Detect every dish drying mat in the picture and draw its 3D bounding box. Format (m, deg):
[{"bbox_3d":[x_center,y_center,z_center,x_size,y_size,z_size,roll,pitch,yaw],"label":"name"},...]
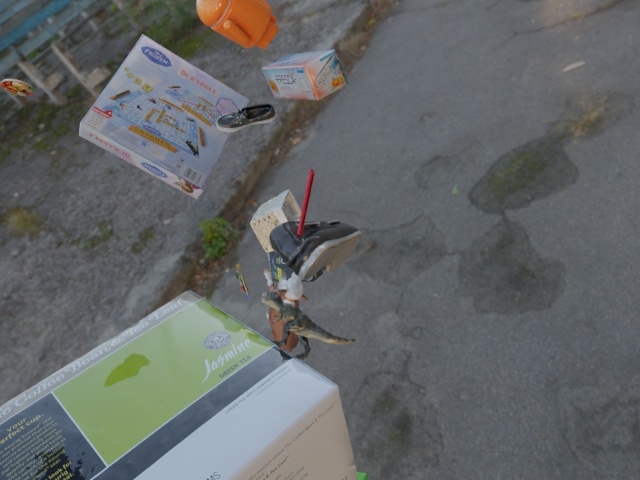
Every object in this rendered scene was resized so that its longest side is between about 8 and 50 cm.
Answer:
[{"bbox_3d":[-0.018,-0.047,0.693,0.032,0.008,0.083,139,142,-85],"label":"dish drying mat"}]

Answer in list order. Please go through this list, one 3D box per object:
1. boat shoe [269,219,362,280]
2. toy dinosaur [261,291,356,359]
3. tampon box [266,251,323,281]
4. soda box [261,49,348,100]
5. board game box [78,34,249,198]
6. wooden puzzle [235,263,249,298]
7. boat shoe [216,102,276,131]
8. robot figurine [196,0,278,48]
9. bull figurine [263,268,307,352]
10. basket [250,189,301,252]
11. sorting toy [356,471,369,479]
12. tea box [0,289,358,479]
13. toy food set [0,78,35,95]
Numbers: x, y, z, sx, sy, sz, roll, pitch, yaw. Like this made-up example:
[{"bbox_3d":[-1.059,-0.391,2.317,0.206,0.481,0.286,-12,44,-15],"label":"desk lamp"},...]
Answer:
[{"bbox_3d":[0.000,0.000,1.053,0.112,0.095,0.335,-51,-10,12],"label":"boat shoe"},{"bbox_3d":[-0.056,0.231,1.381,0.118,0.268,0.064,-60,-8,-3],"label":"toy dinosaur"},{"bbox_3d":[-0.086,0.070,1.856,0.160,0.121,0.101,-2,11,20],"label":"tampon box"},{"bbox_3d":[-0.030,-0.274,0.910,0.063,0.058,0.183,-33,28,-16],"label":"soda box"},{"bbox_3d":[-0.384,-0.316,1.400,0.066,0.318,0.318,-34,30,57],"label":"board game box"},{"bbox_3d":[-0.231,0.122,1.611,0.014,0.116,0.078,-21,9,-16],"label":"wooden puzzle"},{"bbox_3d":[-0.172,-0.287,1.262,0.142,0.040,0.049,-13,70,-2],"label":"boat shoe"},{"bbox_3d":[-0.209,-0.559,1.349,0.128,0.219,0.158,6,79,54],"label":"robot figurine"},{"bbox_3d":[-0.112,0.199,1.686,0.101,0.311,0.188,-6,36,-17],"label":"bull figurine"},{"bbox_3d":[-0.117,-0.053,1.523,0.103,0.113,0.167,-23,18,14],"label":"basket"},{"bbox_3d":[0.099,0.628,1.088,0.047,0.348,0.196,-11,12,35],"label":"sorting toy"},{"bbox_3d":[-0.184,0.275,0.671,0.329,0.220,0.323,-33,38,-31],"label":"tea box"},{"bbox_3d":[-0.812,-0.410,1.477,0.083,0.082,0.020,3,82,3],"label":"toy food set"}]
